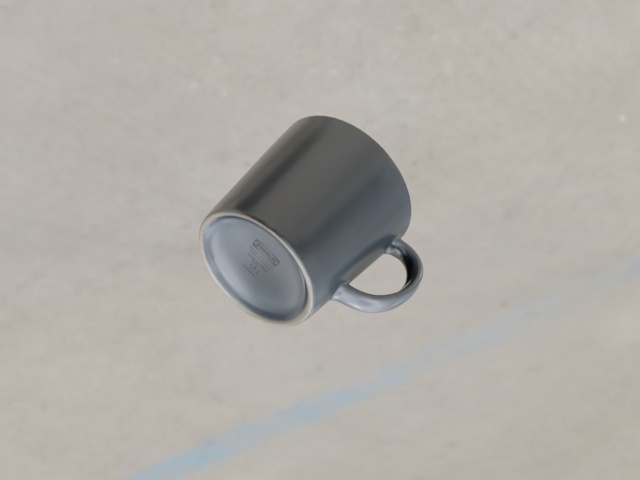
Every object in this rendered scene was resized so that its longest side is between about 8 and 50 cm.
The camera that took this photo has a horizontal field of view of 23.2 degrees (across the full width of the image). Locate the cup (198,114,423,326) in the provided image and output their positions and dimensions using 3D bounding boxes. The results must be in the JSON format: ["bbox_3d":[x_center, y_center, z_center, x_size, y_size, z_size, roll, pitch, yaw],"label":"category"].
[{"bbox_3d":[0.000,0.000,0.744,0.100,0.077,0.078,38,143,9],"label":"cup"}]
